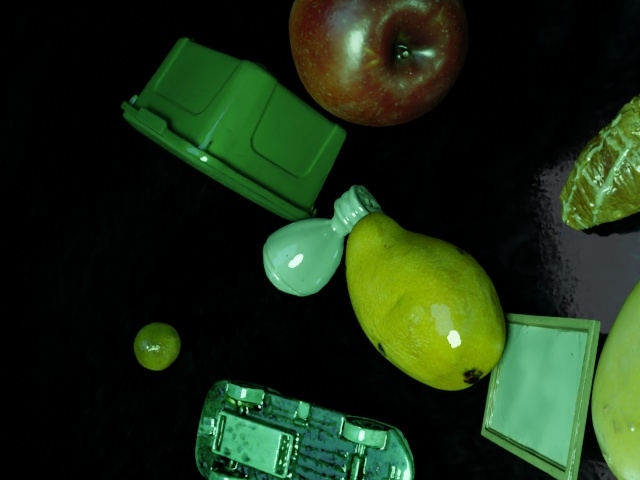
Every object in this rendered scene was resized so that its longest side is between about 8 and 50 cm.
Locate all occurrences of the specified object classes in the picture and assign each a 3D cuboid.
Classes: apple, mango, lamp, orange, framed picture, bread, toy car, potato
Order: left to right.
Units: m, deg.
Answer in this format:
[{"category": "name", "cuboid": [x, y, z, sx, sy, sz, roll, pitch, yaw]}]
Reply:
[{"category": "orange", "cuboid": [-0.298, 0.190, 1.275, 0.085, 0.085, 0.095, -60, 31, 17]}, {"category": "toy car", "cuboid": [-0.015, 0.268, 0.883, 0.305, 0.125, 0.136, 9, 86, 28]}, {"category": "lamp", "cuboid": [0.000, 0.000, 0.977, 0.193, 0.106, 0.106, -41, 49, 24]}, {"category": "apple", "cuboid": [0.071, -0.253, 0.882, 0.218, 0.218, 0.201, -58, 35, 19]}, {"category": "mango", "cuboid": [0.115, 0.066, 0.811, 0.262, 0.109, 0.157, 55, 129, 49]}, {"category": "framed picture", "cuboid": [0.204, 0.139, 0.670, 0.201, 0.010, 0.136, 152, 130, -81]}, {"category": "bread", "cuboid": [0.311, -0.089, 0.654, 0.233, 0.076, 0.105, -46, 45, 32]}, {"category": "potato", "cuboid": [0.304, 0.099, 0.548, 0.234, 0.150, 0.146, -64, 1, 5]}]

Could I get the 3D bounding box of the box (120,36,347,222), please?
[{"category": "box", "cuboid": [-0.132, -0.178, 1.079, 0.328, 0.252, 0.178, 31, 93, 49]}]
